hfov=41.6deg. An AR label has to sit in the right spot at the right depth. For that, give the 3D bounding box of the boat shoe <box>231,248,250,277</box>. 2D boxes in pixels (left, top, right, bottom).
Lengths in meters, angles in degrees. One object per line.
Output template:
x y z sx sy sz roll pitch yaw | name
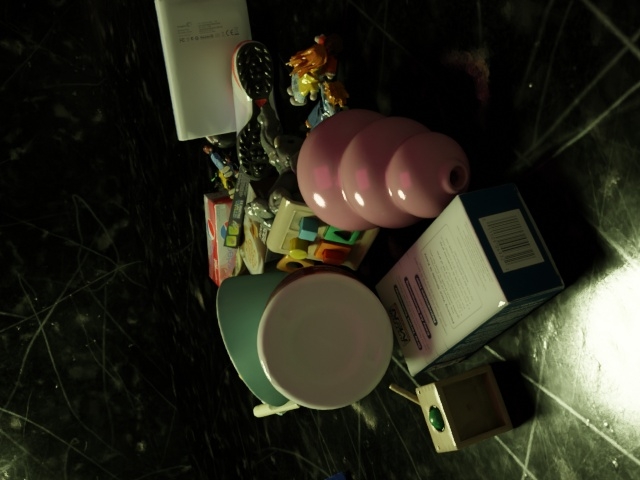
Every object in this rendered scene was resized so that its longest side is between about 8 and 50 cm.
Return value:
-0.178 0.115 2.116 0.285 0.105 0.089 -91 22 -54 | boat shoe

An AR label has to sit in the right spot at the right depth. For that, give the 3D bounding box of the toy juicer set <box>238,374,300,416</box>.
-0.151 0.309 2.085 0.209 0.090 0.329 -46 39 35 | toy juicer set

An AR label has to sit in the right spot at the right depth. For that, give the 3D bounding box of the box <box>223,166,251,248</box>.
-0.197 -0.084 2.076 0.114 0.036 0.206 -135 57 -88 | box

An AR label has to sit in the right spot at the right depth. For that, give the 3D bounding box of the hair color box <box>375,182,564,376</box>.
0.215 0.072 1.304 0.173 0.105 0.347 69 155 19 | hair color box

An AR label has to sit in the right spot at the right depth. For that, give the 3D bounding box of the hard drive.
-0.253 -0.407 1.950 0.040 0.210 0.318 18 119 62 | hard drive

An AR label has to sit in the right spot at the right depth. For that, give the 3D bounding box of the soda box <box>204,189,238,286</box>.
-0.261 -0.004 2.331 0.083 0.092 0.263 40 137 52 | soda box

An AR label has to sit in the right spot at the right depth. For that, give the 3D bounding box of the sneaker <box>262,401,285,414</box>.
-0.090 0.369 2.186 0.092 0.087 0.228 42 141 14 | sneaker

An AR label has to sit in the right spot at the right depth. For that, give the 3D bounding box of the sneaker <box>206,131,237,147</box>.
-0.257 -0.383 2.111 0.162 0.106 0.281 -35 70 62 | sneaker

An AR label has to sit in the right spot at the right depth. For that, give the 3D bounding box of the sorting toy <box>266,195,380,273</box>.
0.000 0.000 1.655 0.347 0.196 0.047 115 167 -55 | sorting toy

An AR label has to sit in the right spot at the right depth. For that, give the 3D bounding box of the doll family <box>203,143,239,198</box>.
-0.245 -0.180 2.183 0.111 0.076 0.193 56 162 34 | doll family

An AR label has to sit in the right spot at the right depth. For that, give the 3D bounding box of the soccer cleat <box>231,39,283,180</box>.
-0.151 -0.299 1.936 0.116 0.109 0.318 -129 33 -68 | soccer cleat

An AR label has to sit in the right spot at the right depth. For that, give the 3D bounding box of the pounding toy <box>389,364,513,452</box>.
0.211 0.271 1.376 0.100 0.141 0.130 -42 64 64 | pounding toy

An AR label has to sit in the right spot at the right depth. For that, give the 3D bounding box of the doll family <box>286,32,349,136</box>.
0.004 -0.269 1.570 0.262 0.118 0.163 70 155 15 | doll family

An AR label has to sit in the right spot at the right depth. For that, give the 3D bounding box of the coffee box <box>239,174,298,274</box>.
-0.114 -0.015 1.993 0.141 0.098 0.246 59 151 34 | coffee box

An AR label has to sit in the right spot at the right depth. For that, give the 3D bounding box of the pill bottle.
0.003 0.159 1.535 0.392 0.224 0.224 -144 41 -88 | pill bottle

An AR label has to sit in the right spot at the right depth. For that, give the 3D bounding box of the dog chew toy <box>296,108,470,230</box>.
0.108 -0.109 1.351 0.332 0.207 0.206 11 113 55 | dog chew toy

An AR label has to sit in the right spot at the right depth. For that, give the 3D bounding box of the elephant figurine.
-0.048 -0.140 1.737 0.169 0.186 0.239 2 65 36 | elephant figurine

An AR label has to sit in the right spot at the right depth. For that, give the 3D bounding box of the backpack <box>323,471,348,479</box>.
0.036 0.638 2.017 0.120 0.101 0.098 60 158 26 | backpack

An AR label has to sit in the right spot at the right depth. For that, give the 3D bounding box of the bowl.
-0.076 0.192 1.856 0.311 0.163 0.311 56 -162 -29 | bowl
